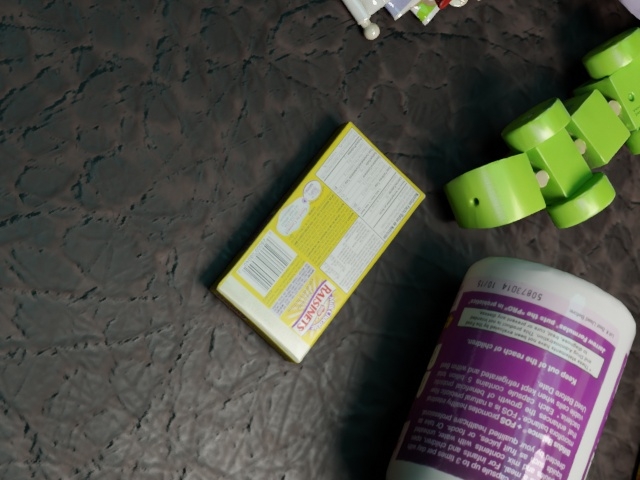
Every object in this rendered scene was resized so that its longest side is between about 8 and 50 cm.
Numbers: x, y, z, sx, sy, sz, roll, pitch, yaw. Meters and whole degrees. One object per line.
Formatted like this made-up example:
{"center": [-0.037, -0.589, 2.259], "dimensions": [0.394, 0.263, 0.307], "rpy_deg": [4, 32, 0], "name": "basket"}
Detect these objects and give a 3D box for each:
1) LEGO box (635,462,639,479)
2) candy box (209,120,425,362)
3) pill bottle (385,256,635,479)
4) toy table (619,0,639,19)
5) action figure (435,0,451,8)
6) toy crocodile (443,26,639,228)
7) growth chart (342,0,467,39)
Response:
{"center": [0.575, 0.312, 1.340], "dimensions": [0.500, 0.193, 0.372], "rpy_deg": [23, 76, -22], "name": "LEGO box"}
{"center": [0.000, 0.000, 1.189], "dimensions": [0.105, 0.027, 0.206], "rpy_deg": [45, 69, -18], "name": "candy box"}
{"center": [0.158, 0.181, 1.170], "dimensions": [0.169, 0.169, 0.301], "rpy_deg": [30, 74, -20], "name": "pill bottle"}
{"center": [0.357, -0.358, 1.275], "dimensions": [0.252, 0.161, 0.274], "rpy_deg": [-15, 75, -23], "name": "toy table"}
{"center": [0.066, -0.361, 1.175], "dimensions": [0.091, 0.139, 0.280], "rpy_deg": [-36, 84, -26], "name": "action figure"}
{"center": [0.263, -0.111, 1.291], "dimensions": [0.340, 0.105, 0.115], "rpy_deg": [-39, 102, -28], "name": "toy crocodile"}
{"center": [0.094, -0.296, 1.263], "dimensions": [0.237, 0.021, 0.172], "rpy_deg": [-35, 101, -24], "name": "growth chart"}
